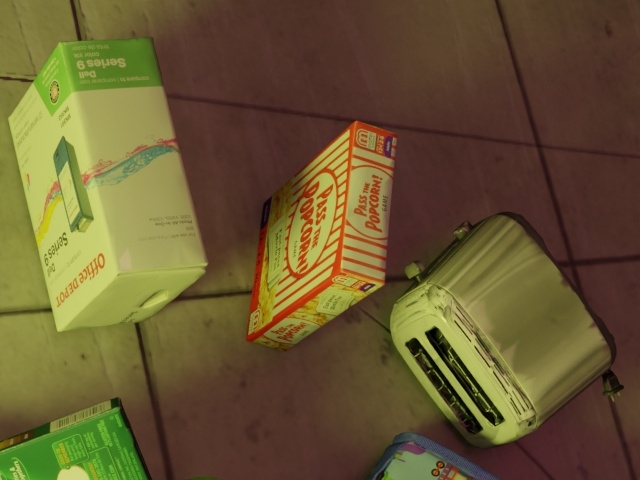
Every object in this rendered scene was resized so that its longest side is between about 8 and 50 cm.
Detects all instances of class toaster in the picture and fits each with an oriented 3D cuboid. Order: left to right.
[{"bbox_3d":[0.174,0.097,1.512,0.146,0.129,0.227,-36,91,-31],"label":"toaster"}]

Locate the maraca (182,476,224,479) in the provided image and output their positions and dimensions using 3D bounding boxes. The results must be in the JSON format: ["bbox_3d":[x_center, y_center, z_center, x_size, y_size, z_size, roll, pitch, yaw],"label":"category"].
[{"bbox_3d":[-0.118,0.280,1.293,0.127,0.099,0.186,41,73,0],"label":"maraca"}]

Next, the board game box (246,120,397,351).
[{"bbox_3d":[0.000,0.000,1.415,0.045,0.193,0.147,17,62,-22],"label":"board game box"}]

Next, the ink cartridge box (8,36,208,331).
[{"bbox_3d":[-0.184,-0.046,1.357,0.093,0.154,0.212,-8,74,-31],"label":"ink cartridge box"}]

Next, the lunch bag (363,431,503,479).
[{"bbox_3d":[0.119,0.318,1.396,0.293,0.138,0.221,37,61,0],"label":"lunch bag"}]

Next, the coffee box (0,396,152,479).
[{"bbox_3d":[-0.223,0.205,1.233,0.184,0.040,0.113,-22,103,-6],"label":"coffee box"}]
